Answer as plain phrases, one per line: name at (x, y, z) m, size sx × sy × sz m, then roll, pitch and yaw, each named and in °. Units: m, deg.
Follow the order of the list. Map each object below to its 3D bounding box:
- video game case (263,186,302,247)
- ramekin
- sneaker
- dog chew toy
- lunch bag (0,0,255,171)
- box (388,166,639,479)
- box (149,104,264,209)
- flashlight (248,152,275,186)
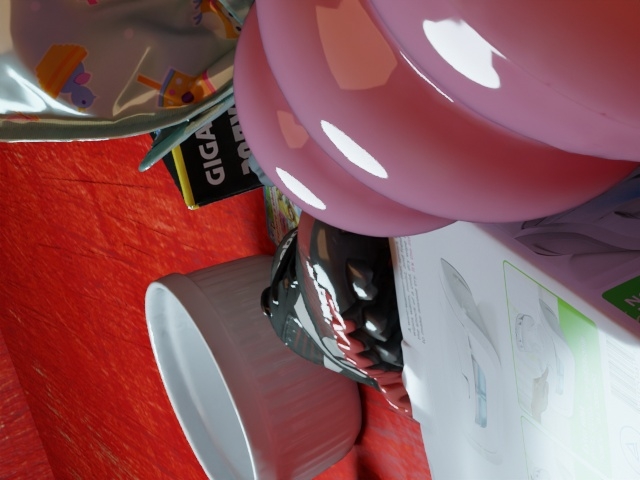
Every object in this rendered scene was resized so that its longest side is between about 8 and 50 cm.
video game case at (0.000, 0.000, 1.298) m, size 0.166 × 0.015 × 0.119 m, roll 50°, pitch 155°, yaw 41°
ramekin at (-0.052, 0.109, 1.417) m, size 0.207 × 0.109 × 0.207 m, roll 53°, pitch 155°, yaw 37°
sneaker at (0.018, 0.022, 0.989) m, size 0.135 × 0.098 × 0.276 m, roll 27°, pitch 168°, yaw 22°
dog chew toy at (0.070, -0.099, 0.643) m, size 0.332 × 0.206 × 0.207 m, roll -40°, pitch 73°, yaw 57°
lunch bag at (-0.088, -0.145, 0.910) m, size 0.262 × 0.223 × 0.160 m, roll 4°, pitch 118°, yaw 24°
box at (0.147, 0.091, 0.826) m, size 0.231 × 0.126 × 0.262 m, roll 39°, pitch 146°, yaw 56°
box at (-0.117, -0.195, 1.216) m, size 0.322 × 0.079 × 0.257 m, roll -125°, pitch 17°, yaw -64°
flashlight at (0.032, -0.088, 0.959) m, size 0.103 × 0.103 × 0.304 m, roll 27°, pitch 168°, yaw -8°
